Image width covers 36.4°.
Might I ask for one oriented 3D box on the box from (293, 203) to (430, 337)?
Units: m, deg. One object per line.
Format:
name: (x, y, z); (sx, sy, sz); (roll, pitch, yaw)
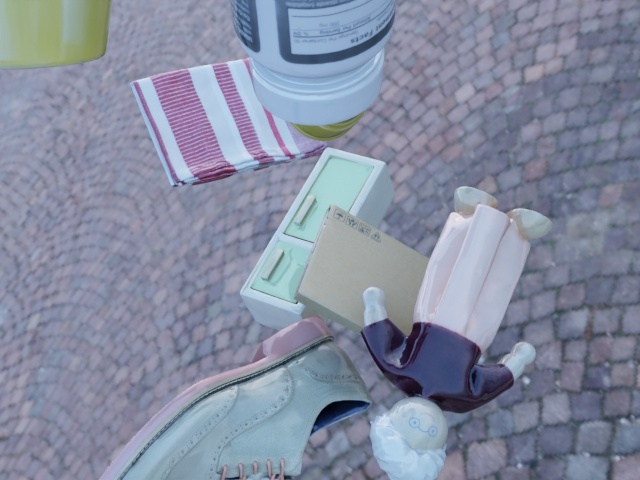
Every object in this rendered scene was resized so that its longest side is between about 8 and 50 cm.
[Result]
box: (0.076, 0.059, 1.219); (0.021, 0.201, 0.164); (-52, 12, 45)

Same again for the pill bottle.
pill bottle: (-0.009, -0.257, 0.903); (0.161, 0.283, 0.161); (-1, 50, 2)

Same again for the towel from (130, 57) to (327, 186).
towel: (-0.168, -0.238, 1.853); (0.237, 0.328, 0.037); (65, 151, 16)

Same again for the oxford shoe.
oxford shoe: (-0.096, 0.236, 1.144); (0.397, 0.146, 0.140); (-33, -19, -32)

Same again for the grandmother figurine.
grandmother figurine: (0.140, 0.110, 1.101); (0.207, 0.104, 0.343); (18, 70, 11)

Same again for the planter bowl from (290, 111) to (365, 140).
planter bowl: (0.033, -0.277, 1.651); (0.090, 0.217, 0.217); (8, 62, 49)

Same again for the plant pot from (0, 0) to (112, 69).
plant pot: (-0.289, -0.289, 0.901); (0.253, 0.239, 0.254); (0, 20, 0)

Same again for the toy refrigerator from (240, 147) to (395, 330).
toy refrigerator: (0.000, 0.000, 1.397); (0.102, 0.094, 0.270); (18, 64, 26)
